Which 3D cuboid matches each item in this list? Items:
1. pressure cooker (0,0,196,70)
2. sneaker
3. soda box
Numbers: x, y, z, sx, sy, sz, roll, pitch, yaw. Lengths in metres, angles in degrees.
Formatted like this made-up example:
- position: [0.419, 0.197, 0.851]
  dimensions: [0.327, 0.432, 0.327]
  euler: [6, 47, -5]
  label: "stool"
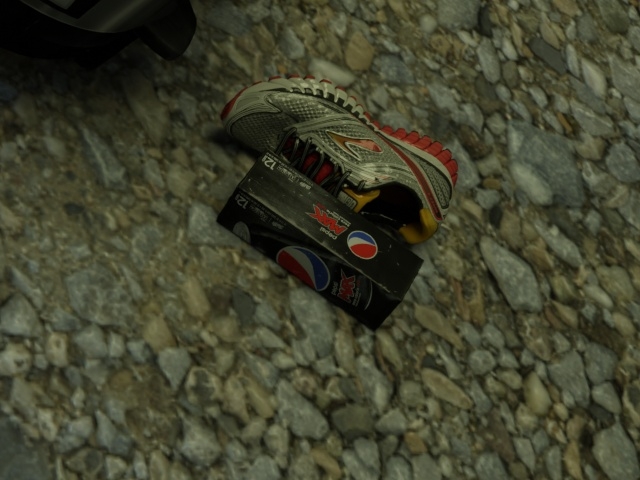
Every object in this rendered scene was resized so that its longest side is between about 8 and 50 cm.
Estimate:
- position: [-0.198, -0.348, 1.411]
  dimensions: [0.375, 0.420, 0.369]
  euler: [8, 55, -57]
  label: "pressure cooker"
- position: [0.018, -0.070, 1.557]
  dimensions: [0.225, 0.088, 0.092]
  euler: [22, 50, -14]
  label: "sneaker"
- position: [0.000, 0.000, 1.517]
  dimensions: [0.169, 0.053, 0.060]
  euler: [35, 48, -2]
  label: "soda box"
